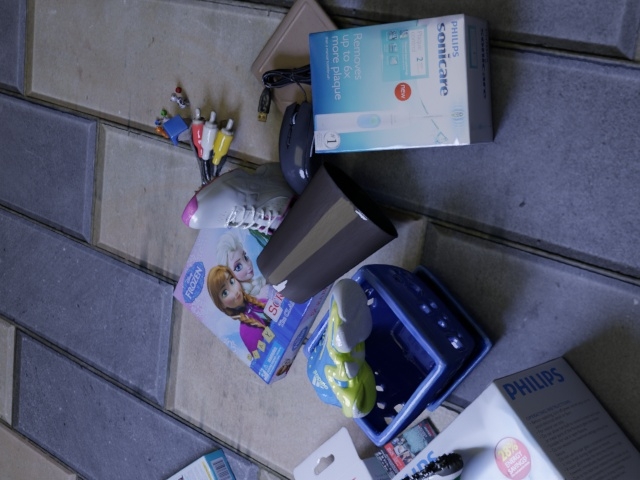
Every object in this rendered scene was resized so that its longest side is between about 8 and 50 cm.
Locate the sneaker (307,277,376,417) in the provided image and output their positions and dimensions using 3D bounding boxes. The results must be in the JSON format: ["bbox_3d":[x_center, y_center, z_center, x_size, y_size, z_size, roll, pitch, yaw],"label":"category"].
[{"bbox_3d":[0.020,0.181,1.572,0.126,0.091,0.240,2,99,41],"label":"sneaker"}]

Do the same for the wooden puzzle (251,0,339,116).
[{"bbox_3d":[-0.024,-0.342,1.842,0.221,0.044,0.238,-49,62,35],"label":"wooden puzzle"}]

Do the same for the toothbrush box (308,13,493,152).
[{"bbox_3d":[0.140,-0.266,1.622,0.296,0.126,0.216,1,97,28],"label":"toothbrush box"}]

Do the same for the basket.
[{"bbox_3d":[0.000,0.000,1.756,0.227,0.154,0.204,-47,69,15],"label":"basket"}]

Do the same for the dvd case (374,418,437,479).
[{"bbox_3d":[0.175,0.406,1.762,0.119,0.013,0.087,-35,70,0],"label":"dvd case"}]

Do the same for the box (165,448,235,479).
[{"bbox_3d":[-0.304,0.593,2.222,0.244,0.060,0.100,-38,72,38],"label":"box"}]

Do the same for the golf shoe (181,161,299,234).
[{"bbox_3d":[-0.132,-0.068,1.807,0.140,0.306,0.115,45,128,18],"label":"golf shoe"}]

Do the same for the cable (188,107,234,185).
[{"bbox_3d":[-0.256,-0.152,2.046,0.140,0.072,0.287,23,111,32],"label":"cable"}]

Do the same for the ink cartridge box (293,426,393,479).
[{"bbox_3d":[0.104,0.553,1.805,0.207,0.119,0.353,-47,58,35],"label":"ink cartridge box"}]

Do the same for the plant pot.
[{"bbox_3d":[0.150,0.188,1.662,0.236,0.212,0.236,50,125,24],"label":"plant pot"}]

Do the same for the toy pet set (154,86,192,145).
[{"bbox_3d":[-0.344,-0.269,2.110,0.114,0.065,0.122,54,127,21],"label":"toy pet set"}]

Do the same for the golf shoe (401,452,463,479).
[{"bbox_3d":[0.175,0.406,1.476,0.093,0.077,0.198,55,135,13],"label":"golf shoe"}]

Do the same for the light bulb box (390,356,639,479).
[{"bbox_3d":[0.341,0.448,1.516,0.361,0.225,0.358,54,127,25],"label":"light bulb box"}]

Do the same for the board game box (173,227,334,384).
[{"bbox_3d":[-0.143,0.086,1.979,0.318,0.066,0.318,39,120,23],"label":"board game box"}]

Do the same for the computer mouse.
[{"bbox_3d":[-0.071,-0.218,1.827,0.184,0.060,0.261,11,102,42],"label":"computer mouse"}]
